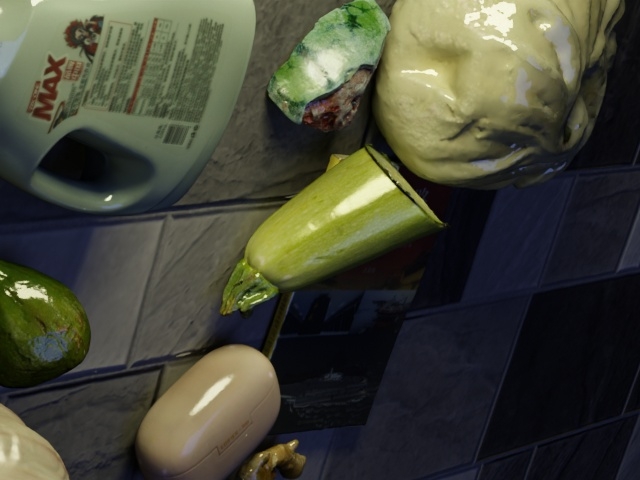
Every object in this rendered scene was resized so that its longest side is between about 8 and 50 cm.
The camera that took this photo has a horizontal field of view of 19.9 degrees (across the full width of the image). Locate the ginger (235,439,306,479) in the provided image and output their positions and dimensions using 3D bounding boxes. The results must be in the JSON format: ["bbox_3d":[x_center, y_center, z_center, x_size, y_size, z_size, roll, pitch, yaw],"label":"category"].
[{"bbox_3d":[-0.085,0.339,2.307,0.193,0.052,0.176,-55,148,-25],"label":"ginger"}]

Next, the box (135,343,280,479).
[{"bbox_3d":[-0.128,0.210,2.111,0.200,0.088,0.146,-45,143,-27],"label":"box"}]

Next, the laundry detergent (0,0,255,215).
[{"bbox_3d":[-0.243,-0.150,1.652,0.398,0.125,0.264,2,113,-53],"label":"laundry detergent"}]

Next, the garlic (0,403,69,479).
[{"bbox_3d":[-0.355,0.283,1.649,0.317,0.317,0.259,-52,149,-14],"label":"garlic"}]

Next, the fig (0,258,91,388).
[{"bbox_3d":[-0.296,0.063,1.752,0.123,0.123,0.156,-36,113,-34],"label":"fig"}]

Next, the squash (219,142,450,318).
[{"bbox_3d":[-0.005,-0.015,2.094,0.287,0.137,0.137,-24,136,-15],"label":"squash"}]

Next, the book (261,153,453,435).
[{"bbox_3d":[0.034,0.073,2.294,0.262,0.028,0.374,2,112,-52],"label":"book"}]

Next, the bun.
[{"bbox_3d":[0.233,-0.207,2.186,0.360,0.211,0.359,-34,138,-38],"label":"bun"}]

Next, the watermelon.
[{"bbox_3d":[0.027,-0.180,2.058,0.187,0.071,0.139,-45,148,-25],"label":"watermelon"}]
